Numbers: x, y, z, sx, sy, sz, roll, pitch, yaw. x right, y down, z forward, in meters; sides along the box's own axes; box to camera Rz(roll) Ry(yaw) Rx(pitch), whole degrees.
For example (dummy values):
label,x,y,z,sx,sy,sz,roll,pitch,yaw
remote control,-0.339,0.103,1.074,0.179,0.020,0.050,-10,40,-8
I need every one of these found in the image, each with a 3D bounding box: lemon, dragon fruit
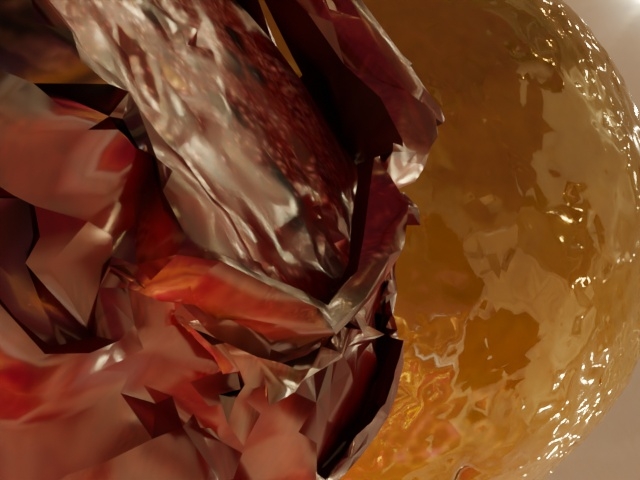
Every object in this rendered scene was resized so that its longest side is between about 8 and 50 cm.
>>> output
label,x,y,z,sx,sy,sz,roll,pitch,yaw
lemon,0.000,0.000,0.912,0.348,0.348,0.348,-10,-122,16
dragon fruit,-0.125,0.011,0.439,0.295,0.295,0.302,37,-74,34
